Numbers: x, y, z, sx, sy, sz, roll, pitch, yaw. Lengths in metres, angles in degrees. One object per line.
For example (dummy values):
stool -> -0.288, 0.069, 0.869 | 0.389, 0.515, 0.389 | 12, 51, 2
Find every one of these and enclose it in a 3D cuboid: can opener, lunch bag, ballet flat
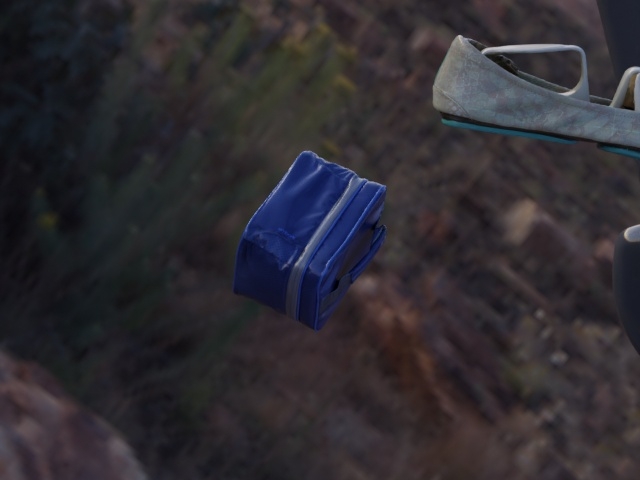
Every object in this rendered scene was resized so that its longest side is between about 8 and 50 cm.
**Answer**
can opener -> 0.209, -0.048, 1.205 | 0.074, 0.093, 0.280 | -24, 105, -61
lunch bag -> 0.000, 0.000, 1.130 | 0.065, 0.067, 0.098 | 27, 56, 13
ballet flat -> 0.142, -0.070, 0.989 | 0.168, 0.052, 0.057 | 11, 10, -2
